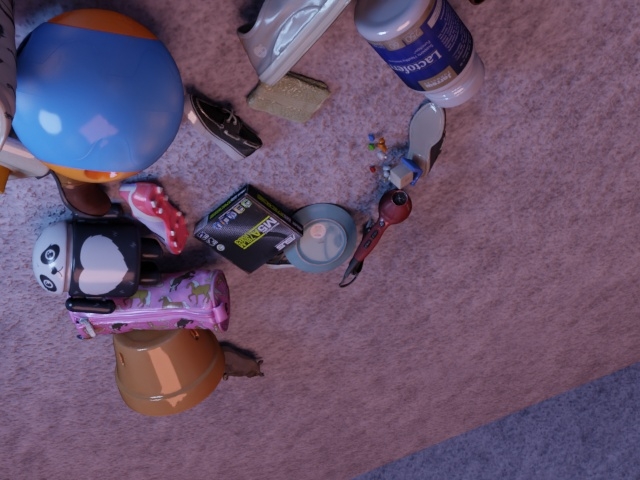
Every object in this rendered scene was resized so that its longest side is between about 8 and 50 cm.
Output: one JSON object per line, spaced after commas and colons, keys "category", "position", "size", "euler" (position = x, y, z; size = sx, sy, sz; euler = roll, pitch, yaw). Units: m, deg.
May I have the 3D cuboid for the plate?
{"category": "plate", "position": [0.000, 0.000, 1.940], "size": [0.188, 0.024, 0.188], "euler": [-5, 117, -9]}

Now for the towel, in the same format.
{"category": "towel", "position": [-0.063, -0.287, 1.598], "size": [0.148, 0.027, 0.110], "euler": [13, 136, -31]}

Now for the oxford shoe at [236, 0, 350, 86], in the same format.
{"category": "oxford shoe", "position": [0.012, -0.442, 1.320], "size": [0.130, 0.169, 0.449], "euler": [44, 122, -8]}

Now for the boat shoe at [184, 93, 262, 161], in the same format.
{"category": "boat shoe", "position": [-0.194, -0.235, 1.594], "size": [0.070, 0.078, 0.219], "euler": [-25, 150, 18]}

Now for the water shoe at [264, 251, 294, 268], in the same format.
{"category": "water shoe", "position": [-0.052, 0.023, 1.984], "size": [0.203, 0.073, 0.080], "euler": [-12, 142, -2]}

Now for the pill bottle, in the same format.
{"category": "pill bottle", "position": [0.190, -0.363, 1.462], "size": [0.153, 0.153, 0.265], "euler": [-30, 141, 23]}

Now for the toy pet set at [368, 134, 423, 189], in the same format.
{"category": "toy pet set", "position": [0.168, -0.178, 1.775], "size": [0.065, 0.114, 0.122], "euler": [-34, 150, -17]}

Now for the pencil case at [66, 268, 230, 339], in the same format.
{"category": "pencil case", "position": [-0.406, 0.154, 1.927], "size": [0.386, 0.167, 0.160], "euler": [-4, 150, 6]}

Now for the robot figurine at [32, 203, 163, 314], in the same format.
{"category": "robot figurine", "position": [-0.498, 0.043, 1.789], "size": [0.278, 0.209, 0.173], "euler": [3, 154, -21]}

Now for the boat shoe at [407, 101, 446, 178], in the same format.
{"category": "boat shoe", "position": [0.240, -0.230, 1.758], "size": [0.065, 0.075, 0.206], "euler": [-43, 155, -36]}

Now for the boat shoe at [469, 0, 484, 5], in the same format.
{"category": "boat shoe", "position": [0.331, -0.498, 1.392], "size": [0.073, 0.073, 0.207], "euler": [17, 134, -33]}

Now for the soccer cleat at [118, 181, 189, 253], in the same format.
{"category": "soccer cleat", "position": [-0.369, -0.052, 1.799], "size": [0.095, 0.083, 0.248], "euler": [12, 154, 17]}

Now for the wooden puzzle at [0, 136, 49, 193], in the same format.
{"category": "wooden puzzle", "position": [-0.701, -0.150, 1.432], "size": [0.322, 0.080, 0.348], "euler": [22, 162, -38]}

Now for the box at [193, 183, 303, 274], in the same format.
{"category": "box", "position": [-0.169, -0.022, 1.879], "size": [0.191, 0.045, 0.184], "euler": [-34, 122, 28]}

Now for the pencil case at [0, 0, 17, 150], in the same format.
{"category": "pencil case", "position": [-0.535, -0.270, 1.154], "size": [0.160, 0.410, 0.183], "euler": [-42, 132, 19]}

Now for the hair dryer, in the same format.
{"category": "hair dryer", "position": [0.146, -0.020, 1.874], "size": [0.080, 0.223, 0.293], "euler": [26, 136, 1]}

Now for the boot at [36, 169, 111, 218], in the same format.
{"category": "boot", "position": [-0.420, -0.181, 1.614], "size": [0.280, 0.096, 0.264], "euler": [-28, 135, 8]}

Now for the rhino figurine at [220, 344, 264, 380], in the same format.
{"category": "rhino figurine", "position": [-0.251, 0.377, 2.408], "size": [0.106, 0.073, 0.243], "euler": [-29, 143, 27]}

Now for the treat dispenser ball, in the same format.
{"category": "treat dispenser ball", "position": [-0.375, -0.240, 1.343], "size": [0.288, 0.288, 0.288], "euler": [-8, 144, -6]}

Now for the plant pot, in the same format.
{"category": "plant pot", "position": [-0.413, 0.279, 2.077], "size": [0.291, 0.291, 0.203], "euler": [-13, 128, 1]}
